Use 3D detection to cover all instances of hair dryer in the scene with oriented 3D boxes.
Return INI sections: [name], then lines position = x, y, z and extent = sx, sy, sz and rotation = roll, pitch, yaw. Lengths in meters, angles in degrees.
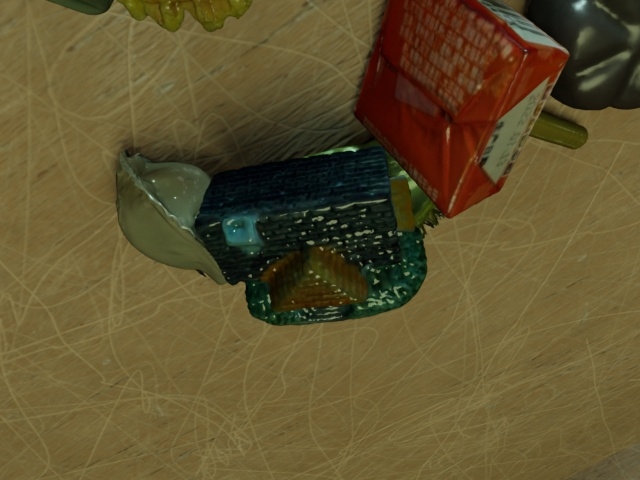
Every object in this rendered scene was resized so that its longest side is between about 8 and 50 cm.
[hair dryer]
position = 0.299, -0.167, 1.017
extent = 0.278, 0.090, 0.135
rotation = 7, 114, -38

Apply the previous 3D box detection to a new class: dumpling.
[dumpling]
position = -0.186, -0.020, 0.936
extent = 0.142, 0.172, 0.247
rotation = -41, 136, -9

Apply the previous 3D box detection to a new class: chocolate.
[chocolate]
position = 0.162, -0.192, 0.847
extent = 0.108, 0.237, 0.235
rotation = -12, 138, -31

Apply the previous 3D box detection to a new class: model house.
[model house]
position = 0.000, 0.000, 0.858
extent = 0.261, 0.226, 0.241
rotation = -10, 177, 6

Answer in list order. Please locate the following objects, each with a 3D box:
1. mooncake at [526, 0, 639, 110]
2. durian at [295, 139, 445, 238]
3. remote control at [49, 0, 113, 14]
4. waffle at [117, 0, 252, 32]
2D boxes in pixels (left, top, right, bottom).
[mooncake]
position = 0.395, -0.285, 0.914
extent = 0.244, 0.133, 0.245
rotation = -8, 128, -11
[durian]
position = 0.080, -0.068, 1.057
extent = 0.394, 0.163, 0.198
rotation = -22, 98, -4
[remote control]
position = -0.346, -0.307, 0.610
extent = 0.335, 0.066, 0.128
rotation = 16, 137, -15
[waffle]
position = -0.153, -0.333, 0.647
extent = 0.262, 0.060, 0.280
rotation = 34, 136, -19
